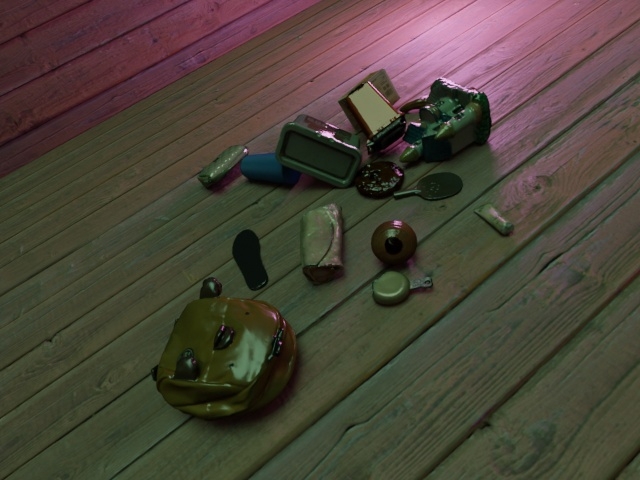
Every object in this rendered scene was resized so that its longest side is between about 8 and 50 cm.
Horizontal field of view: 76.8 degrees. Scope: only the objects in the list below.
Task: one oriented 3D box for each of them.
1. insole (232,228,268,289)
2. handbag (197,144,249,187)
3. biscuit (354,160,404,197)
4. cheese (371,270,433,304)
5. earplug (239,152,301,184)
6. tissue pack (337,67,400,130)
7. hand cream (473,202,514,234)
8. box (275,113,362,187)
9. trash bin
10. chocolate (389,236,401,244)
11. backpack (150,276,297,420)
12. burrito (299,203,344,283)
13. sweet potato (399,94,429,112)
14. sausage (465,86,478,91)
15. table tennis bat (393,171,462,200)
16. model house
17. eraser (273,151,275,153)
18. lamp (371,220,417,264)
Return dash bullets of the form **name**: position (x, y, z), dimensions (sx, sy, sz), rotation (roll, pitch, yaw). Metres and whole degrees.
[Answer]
- **insole**: position (-0.249, 0.060, 1.428), dimensions (0.110, 0.012, 0.309), rotation (-27, 44, -5)
- **handbag**: position (-0.420, -0.338, 1.789), dimensions (0.219, 0.079, 0.256), rotation (-1, 43, 53)
- **biscuit**: position (0.216, -0.231, 1.489), dimensions (0.192, 0.049, 0.192), rotation (-9, 47, 9)
- **cheese**: position (0.225, 0.126, 1.142), dimensions (0.171, 0.048, 0.092), rotation (-23, 46, 1)
- **earplug**: position (-0.225, -0.306, 1.695), dimensions (0.272, 0.132, 0.132), rotation (8, 52, 33)
- **tissue pack**: position (0.214, -0.615, 1.766), dimensions (0.234, 0.159, 0.125), rotation (-46, 24, -21)
- **hand cream**: position (0.526, -0.070, 1.216), dimensions (0.061, 0.039, 0.143), rotation (-26, 39, 0)
- **box**: position (0.005, -0.358, 1.549), dimensions (0.311, 0.175, 0.182), rotation (21, 39, -3)
- **trash bin**: position (0.202, -0.478, 1.588), dimensions (0.184, 0.161, 0.239), rotation (-37, 78, 4)
- **chocolate**: position (0.243, -0.032, 1.300), dimensions (0.064, 0.031, 0.101), rotation (-21, 42, -4)
- **backpack**: position (-0.248, 0.289, 1.075), dimensions (0.377, 0.201, 0.354), rotation (-9, 50, 19)
- **burrito**: position (0.004, -0.001, 1.319), dimensions (0.143, 0.105, 0.299), rotation (-5, 45, 5)
- **sweet potato**: position (0.429, -0.588, 1.741), dimensions (0.182, 0.053, 0.054), rotation (-10, 51, 13)
- **sausage**: position (0.562, -0.585, 1.659), dimensions (0.179, 0.089, 0.089), rotation (-5, 47, 16)
- **table tennis bat**: position (0.370, -0.181, 1.400), dimensions (0.234, 0.022, 0.131), rotation (-11, 46, 10)
- **model house**: position (0.411, -0.408, 1.483), dimensions (0.325, 0.194, 0.267), rotation (-36, 45, -8)
- **eraser**: position (-0.164, -0.386, 1.811), dimensions (0.063, 0.027, 0.084), rotation (-38, 46, -13)
- **lamp**: position (0.218, 0.006, 1.200), dimensions (0.136, 0.136, 0.136), rotation (-12, 45, 12)
